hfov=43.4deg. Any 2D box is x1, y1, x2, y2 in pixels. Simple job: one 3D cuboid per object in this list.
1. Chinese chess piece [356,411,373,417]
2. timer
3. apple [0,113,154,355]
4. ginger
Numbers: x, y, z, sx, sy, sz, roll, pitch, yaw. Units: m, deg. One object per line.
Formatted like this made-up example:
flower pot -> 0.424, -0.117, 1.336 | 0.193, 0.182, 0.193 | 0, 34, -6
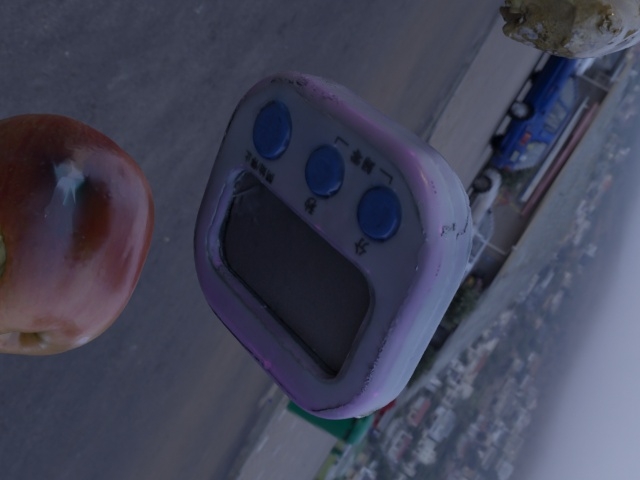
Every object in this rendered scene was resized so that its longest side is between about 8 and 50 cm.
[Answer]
Chinese chess piece -> 0.037, 0.103, 0.746 | 0.122, 0.051, 0.122 | -29, 129, -44
timer -> 0.000, 0.000, 0.532 | 0.069, 0.208, 0.190 | -4, 126, -45
apple -> -0.223, 0.001, 0.633 | 0.199, 0.199, 0.199 | -55, 170, -15
ginger -> 0.389, -0.318, 1.095 | 0.375, 0.236, 0.166 | -7, 96, -47
